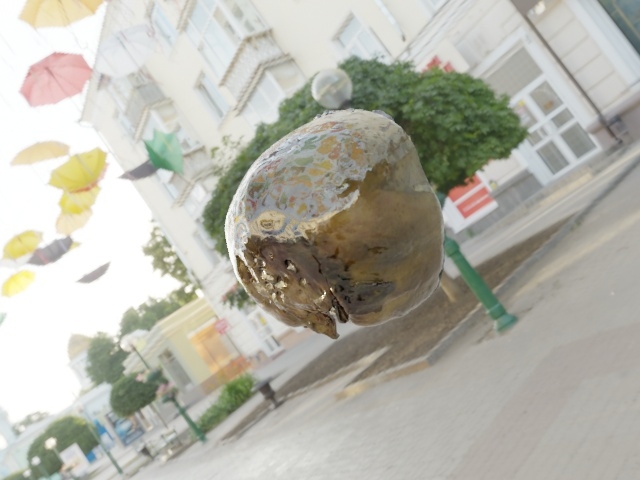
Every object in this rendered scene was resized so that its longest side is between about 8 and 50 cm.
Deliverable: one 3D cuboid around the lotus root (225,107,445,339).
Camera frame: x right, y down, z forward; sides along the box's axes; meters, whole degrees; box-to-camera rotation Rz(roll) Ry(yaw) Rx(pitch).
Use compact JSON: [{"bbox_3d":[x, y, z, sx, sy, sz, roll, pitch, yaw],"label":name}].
[{"bbox_3d":[0.000,0.000,0.708,0.192,0.272,0.272,-38,-1,-45],"label":"lotus root"}]
